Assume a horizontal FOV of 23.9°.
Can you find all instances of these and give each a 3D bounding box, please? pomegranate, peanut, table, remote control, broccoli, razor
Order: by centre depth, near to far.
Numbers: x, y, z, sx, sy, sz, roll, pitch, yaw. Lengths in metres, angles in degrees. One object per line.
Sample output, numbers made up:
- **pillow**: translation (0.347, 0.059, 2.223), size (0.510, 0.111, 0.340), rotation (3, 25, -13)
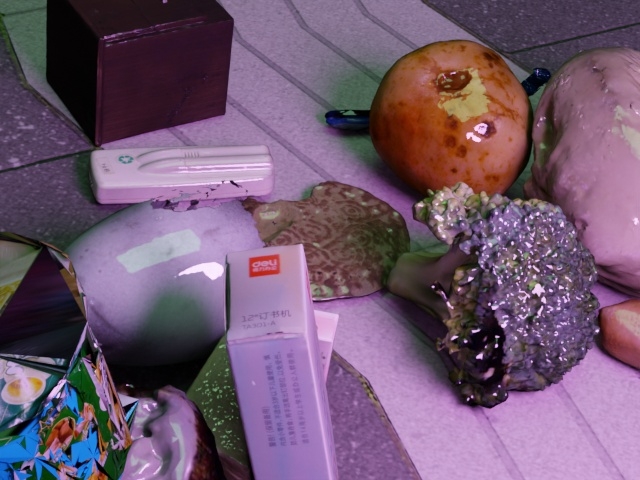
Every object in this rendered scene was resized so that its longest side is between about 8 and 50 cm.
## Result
- **broccoli**: translation (0.171, 0.058, 1.703), size (0.263, 0.247, 0.243), rotation (31, -14, -38)
- **peanut**: translation (0.390, 0.119, 1.752), size (0.152, 0.076, 0.076), rotation (28, 42, 13)
- **remote control**: translation (-0.173, -0.088, 1.897), size (0.230, 0.049, 0.090), rotation (-4, 39, -15)
- **pomegranate**: translation (0.167, -0.142, 1.932), size (0.215, 0.215, 0.215), rotation (6, 39, -5)
- **table**: translation (-0.240, -0.258, 1.990), size (0.193, 0.172, 0.169), rotation (-15, 45, -27)
- **razor**: translation (0.162, -0.177, 2.081), size (0.324, 0.093, 0.056), rotation (-11, 79, -19)

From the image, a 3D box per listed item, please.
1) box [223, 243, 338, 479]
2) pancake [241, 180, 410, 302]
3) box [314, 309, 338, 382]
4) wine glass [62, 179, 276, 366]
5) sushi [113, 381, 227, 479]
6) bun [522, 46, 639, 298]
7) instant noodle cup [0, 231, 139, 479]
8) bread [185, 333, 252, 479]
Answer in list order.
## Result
- **box**: translation (-0.036, 0.146, 1.473), size (0.079, 0.269, 0.135), rotation (-7, 41, 3)
- **pancake**: translation (0.000, 0.000, 1.844), size (0.235, 0.029, 0.212), rotation (-5, 42, -18)
- **box**: translation (-0.034, 0.127, 1.606), size (0.089, 0.125, 0.043), rotation (11, 40, 2)
- **wine glass**: translation (-0.223, 0.060, 1.603), size (0.357, 0.190, 0.190), rotation (-18, 47, -26)
- **sushi**: translation (-0.248, 0.248, 1.364), size (0.348, 0.207, 0.234), rotation (11, 57, 18)
- **bun**: translation (0.399, -0.076, 1.866), size (0.326, 0.234, 0.362), rotation (24, 34, -19)
- **instant noodle cup**: translation (-0.265, 0.134, 1.211), size (0.240, 0.178, 0.240), rotation (-9, 48, 10)
- **bread**: translation (-0.086, 0.182, 1.551), size (0.105, 0.077, 0.152), rotation (19, 51, 16)
